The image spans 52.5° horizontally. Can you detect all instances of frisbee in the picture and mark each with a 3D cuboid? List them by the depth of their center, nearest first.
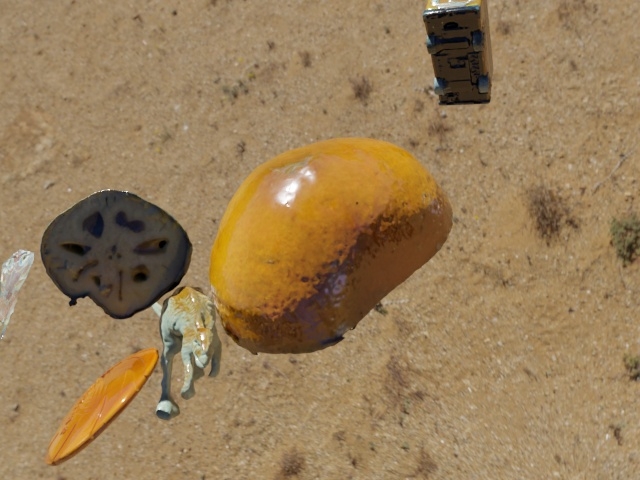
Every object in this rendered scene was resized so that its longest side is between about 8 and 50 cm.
[{"bbox_3d":[-0.290,0.207,0.848,0.192,0.035,0.192,-39,15,13],"label":"frisbee"}]

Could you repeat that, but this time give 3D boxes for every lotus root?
[{"bbox_3d":[-0.291,0.011,0.947,0.204,0.183,0.078,-29,19,5],"label":"lotus root"}]

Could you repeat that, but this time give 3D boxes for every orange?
[{"bbox_3d":[0.000,0.000,0.824,0.274,0.274,0.310,34,95,32],"label":"orange"}]

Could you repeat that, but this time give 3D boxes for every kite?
[{"bbox_3d":[-0.492,0.123,0.997,0.127,0.016,0.229,-9,64,48],"label":"kite"}]

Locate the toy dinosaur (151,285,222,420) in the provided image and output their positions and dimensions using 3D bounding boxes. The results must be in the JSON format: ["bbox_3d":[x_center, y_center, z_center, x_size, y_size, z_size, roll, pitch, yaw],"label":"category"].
[{"bbox_3d":[-0.213,0.145,0.990,0.092,0.205,0.393,-2,23,-20],"label":"toy dinosaur"}]

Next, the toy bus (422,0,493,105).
[{"bbox_3d":[0.240,-0.335,1.104,0.098,0.201,0.114,2,56,22],"label":"toy bus"}]
